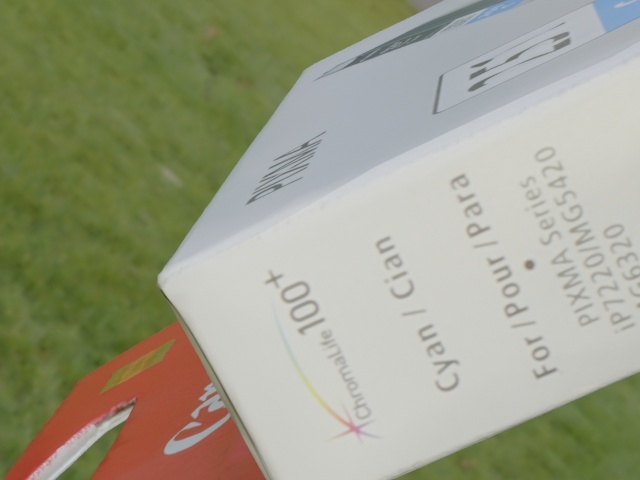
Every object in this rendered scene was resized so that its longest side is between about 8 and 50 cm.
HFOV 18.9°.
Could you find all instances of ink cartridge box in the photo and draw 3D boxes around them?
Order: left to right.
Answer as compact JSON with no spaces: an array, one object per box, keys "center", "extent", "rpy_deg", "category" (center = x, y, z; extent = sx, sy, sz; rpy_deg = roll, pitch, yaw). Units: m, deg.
[{"center":[0.000,0.000,0.519],"extent":[0.066,0.261,0.296],"rpy_deg":[62,10,-9],"category":"ink cartridge box"}]
